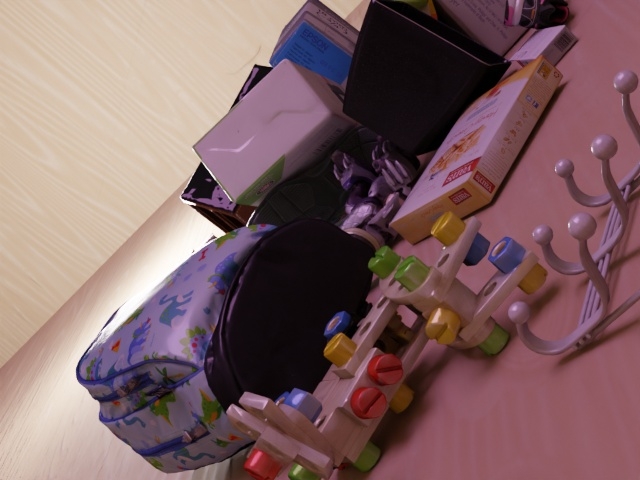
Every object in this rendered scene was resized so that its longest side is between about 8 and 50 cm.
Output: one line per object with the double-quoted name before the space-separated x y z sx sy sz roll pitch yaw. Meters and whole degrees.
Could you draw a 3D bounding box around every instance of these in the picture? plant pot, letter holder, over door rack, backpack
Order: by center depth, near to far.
"over door rack" 0.291 -0.068 1.024 0.324 0.108 0.239 -36 17 40
"backpack" -0.131 0.140 1.542 0.355 0.273 0.290 -51 11 53
"plant pot" 0.136 -0.225 1.808 0.167 0.187 0.188 -61 -12 17
"letter holder" -0.084 -0.143 2.407 0.152 0.214 0.301 17 73 42

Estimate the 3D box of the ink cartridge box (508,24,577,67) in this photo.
"ink cartridge box" 0.306 -0.262 1.759 0.063 0.029 0.115 -48 11 -3

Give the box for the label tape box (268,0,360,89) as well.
"label tape box" 0.044 -0.330 2.326 0.106 0.241 0.333 -51 11 19

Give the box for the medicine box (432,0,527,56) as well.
"medicine box" 0.305 -0.451 2.067 0.289 0.149 0.263 -46 12 4

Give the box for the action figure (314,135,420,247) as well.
"action figure" 0.063 -0.050 1.759 0.185 0.099 0.285 -36 19 23

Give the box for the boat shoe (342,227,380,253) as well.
"boat shoe" -0.003 0.072 1.641 0.223 0.080 0.073 -44 12 37

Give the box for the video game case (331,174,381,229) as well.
"video game case" 0.000 0.000 1.973 0.227 0.026 0.206 -30 21 51

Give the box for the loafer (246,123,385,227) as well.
"loafer" 0.003 -0.073 1.971 0.267 0.096 0.084 -40 -7 0

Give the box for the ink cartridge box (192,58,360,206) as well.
"ink cartridge box" -0.037 -0.158 2.042 0.207 0.119 0.353 -42 -13 12

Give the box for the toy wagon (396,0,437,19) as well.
"toy wagon" 0.128 -0.370 2.068 0.267 0.068 0.344 88 172 -51

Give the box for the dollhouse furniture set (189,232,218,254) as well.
"dollhouse furniture set" -0.126 0.083 1.816 0.101 0.161 0.182 -48 11 -2

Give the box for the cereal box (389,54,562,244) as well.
"cereal box" 0.197 -0.113 1.610 0.173 0.047 0.240 -32 19 54

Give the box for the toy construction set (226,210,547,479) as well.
"toy construction set" 0.051 0.121 1.184 0.328 0.151 0.215 -41 9 -24

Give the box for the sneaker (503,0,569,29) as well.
"sneaker" 0.326 -0.332 1.844 0.178 0.077 0.072 -38 -40 -56
